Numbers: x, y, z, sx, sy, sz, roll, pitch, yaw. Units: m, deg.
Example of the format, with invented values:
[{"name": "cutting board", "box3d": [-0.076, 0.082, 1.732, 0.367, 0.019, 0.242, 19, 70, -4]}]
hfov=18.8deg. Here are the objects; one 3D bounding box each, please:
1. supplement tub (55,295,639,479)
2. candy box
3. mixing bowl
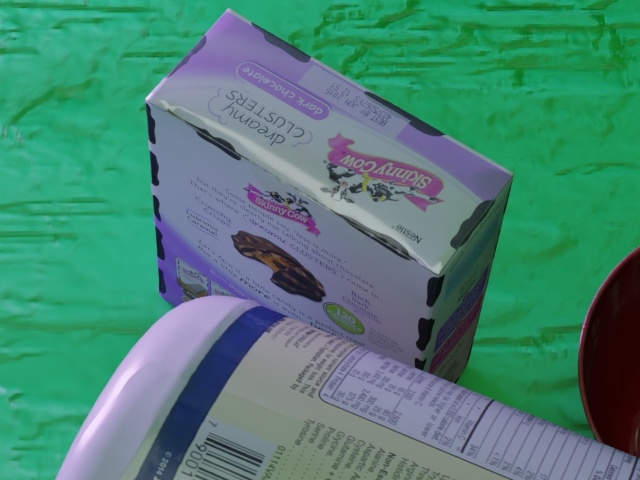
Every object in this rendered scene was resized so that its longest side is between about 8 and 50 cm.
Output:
[{"name": "supplement tub", "box3d": [0.048, 0.183, 0.838, 0.325, 0.235, 0.235, 22, 61, 10]}, {"name": "candy box", "box3d": [0.000, 0.000, 0.966, 0.165, 0.196, 0.070, 32, 63, 14]}, {"name": "mixing bowl", "box3d": [0.213, 0.090, 0.980, 0.181, 0.098, 0.181, 1, 59, -1]}]
